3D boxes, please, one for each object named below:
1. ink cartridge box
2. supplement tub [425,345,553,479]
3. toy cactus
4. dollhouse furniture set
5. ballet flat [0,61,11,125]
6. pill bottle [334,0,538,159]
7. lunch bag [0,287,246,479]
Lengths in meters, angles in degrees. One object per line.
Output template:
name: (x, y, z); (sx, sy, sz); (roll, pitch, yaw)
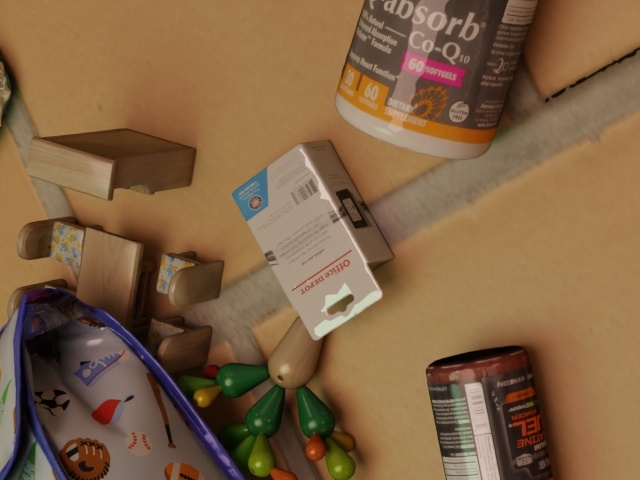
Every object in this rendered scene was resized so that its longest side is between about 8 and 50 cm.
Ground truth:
ink cartridge box: (0.000, 0.000, 2.017); (0.104, 0.060, 0.180); (-34, 79, 28)
supplement tub: (0.170, 0.207, 1.919); (0.106, 0.106, 0.198); (-10, 92, 31)
toy cactus: (-0.041, 0.170, 2.056); (0.219, 0.112, 0.181); (26, 90, 28)
dollhouse furniture set: (-0.235, 0.013, 2.097); (0.212, 0.161, 0.242); (17, 104, 27)
ballet flat: (-0.494, -0.055, 2.259); (0.147, 0.147, 0.409); (37, 114, 21)
pill bottle: (0.124, -0.230, 1.857); (0.162, 0.162, 0.278); (25, 108, 26)
lunch bag: (-0.264, 0.285, 2.076); (0.385, 0.239, 0.328); (56, 136, 17)
